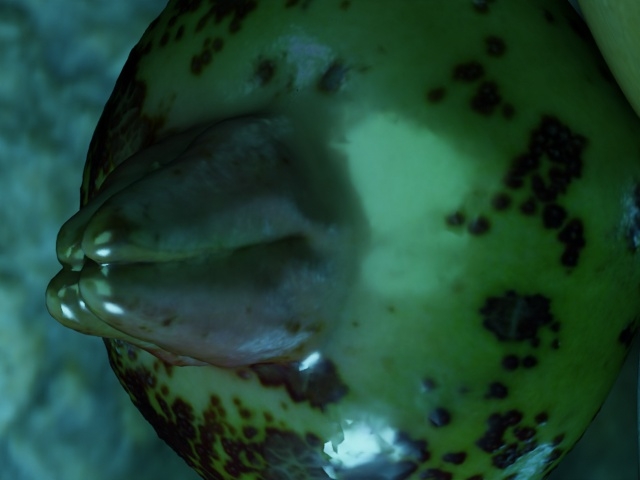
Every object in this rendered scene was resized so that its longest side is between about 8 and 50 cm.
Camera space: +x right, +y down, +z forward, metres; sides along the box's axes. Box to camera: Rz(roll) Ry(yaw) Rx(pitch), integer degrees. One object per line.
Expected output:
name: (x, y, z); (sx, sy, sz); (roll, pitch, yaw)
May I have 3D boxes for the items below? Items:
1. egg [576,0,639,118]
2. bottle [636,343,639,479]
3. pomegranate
egg: (0.189, -0.116, 0.504); (0.250, 0.250, 0.322); (-37, 78, 16)
bottle: (0.151, 0.146, 0.605); (0.083, 0.083, 0.270); (1, 97, 20)
pomegranate: (0.000, 0.000, 0.573); (0.214, 0.248, 0.214); (5, 99, 30)
